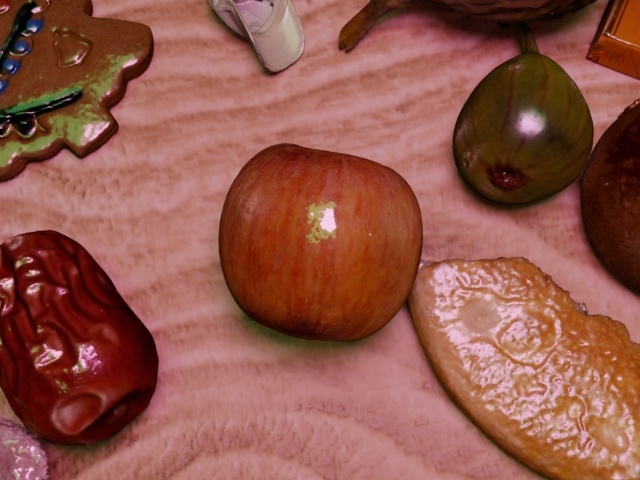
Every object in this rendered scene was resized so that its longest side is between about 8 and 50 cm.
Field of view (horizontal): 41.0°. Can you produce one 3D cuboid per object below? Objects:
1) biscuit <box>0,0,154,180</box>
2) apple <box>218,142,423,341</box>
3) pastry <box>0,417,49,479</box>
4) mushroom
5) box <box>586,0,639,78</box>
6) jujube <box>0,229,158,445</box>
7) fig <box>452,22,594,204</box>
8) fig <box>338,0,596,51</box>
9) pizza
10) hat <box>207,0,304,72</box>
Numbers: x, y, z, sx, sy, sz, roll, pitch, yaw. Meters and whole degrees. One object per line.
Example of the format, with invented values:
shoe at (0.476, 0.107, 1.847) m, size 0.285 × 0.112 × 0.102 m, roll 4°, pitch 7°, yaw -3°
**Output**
biscuit at (-0.366, -0.215, 1.029) m, size 0.301 × 0.043 × 0.278 m, roll 41°, pitch 79°, yaw 11°
apple at (0.000, 0.000, 0.876) m, size 0.211 × 0.211 × 0.187 m, roll 14°, pitch 98°, yaw 5°
pastry at (-0.402, 0.212, 0.882) m, size 0.265 × 0.112 × 0.102 m, roll 17°, pitch 87°, yaw 0°
mushroom at (0.424, -0.066, 0.901) m, size 0.297 × 0.163 × 0.278 m, roll -31°, pitch 70°, yaw 8°
box at (0.456, -0.247, 1.006) m, size 0.237 × 0.070 × 0.152 m, roll 23°, pitch 77°, yaw 9°
jujube at (-0.266, 0.097, 0.891) m, size 0.155 × 0.155 × 0.230 m, roll -29°, pitch 66°, yaw -6°
fig at (0.239, -0.163, 0.967) m, size 0.151 × 0.151 × 0.259 m, roll 17°, pitch 58°, yaw 6°
fig at (0.162, -0.325, 0.953) m, size 0.369 × 0.286 × 0.286 m, roll -43°, pitch 75°, yaw 24°
pizza at (0.231, 0.134, 0.903) m, size 0.365 × 0.074 × 0.182 m, roll 39°, pitch 81°, yaw 12°
hat at (-0.076, -0.282, 1.035) m, size 0.122 × 0.081 × 0.166 m, roll -24°, pitch 90°, yaw -45°
